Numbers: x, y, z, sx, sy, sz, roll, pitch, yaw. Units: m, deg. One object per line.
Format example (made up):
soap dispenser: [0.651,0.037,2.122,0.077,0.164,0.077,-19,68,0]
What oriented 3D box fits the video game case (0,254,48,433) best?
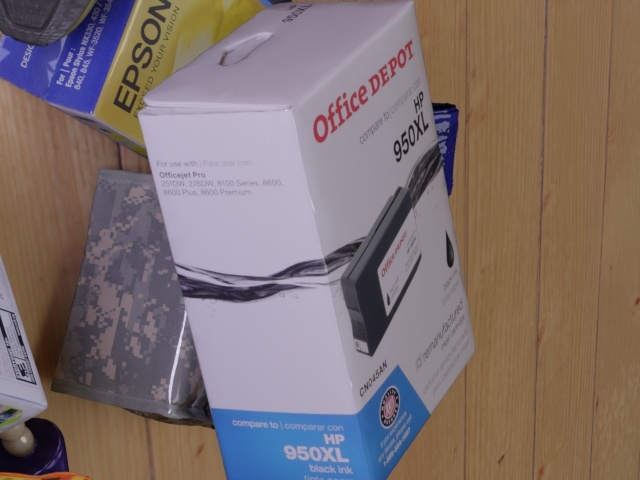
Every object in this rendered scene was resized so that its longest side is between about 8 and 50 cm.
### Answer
video game case: [-0.334,0.004,1.346,0.244,0.061,0.269,30,34,-62]

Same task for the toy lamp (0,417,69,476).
toy lamp: [-0.299,0.152,1.627,0.080,0.080,0.275,-56,148,-30]

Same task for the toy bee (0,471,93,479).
toy bee: [-0.316,0.237,1.558,0.298,0.195,0.162,-4,83,-49]

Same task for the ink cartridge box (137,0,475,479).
ink cartridge box: [0.000,0.000,1.670,0.285,0.166,0.395,-47,131,-53]

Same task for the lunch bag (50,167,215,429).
lunch bag: [-0.125,0.074,1.806,0.287,0.169,0.235,26,75,-66]

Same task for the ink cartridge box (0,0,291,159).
ink cartridge box: [-0.145,-0.238,1.686,0.307,0.072,0.304,30,77,-56]

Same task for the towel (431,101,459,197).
towel: [0.045,-0.017,2.096,0.227,0.076,0.308,-5,112,-22]

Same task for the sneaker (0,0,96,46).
sneaker: [-0.187,-0.366,1.513,0.182,0.158,0.410,-8,114,-69]
